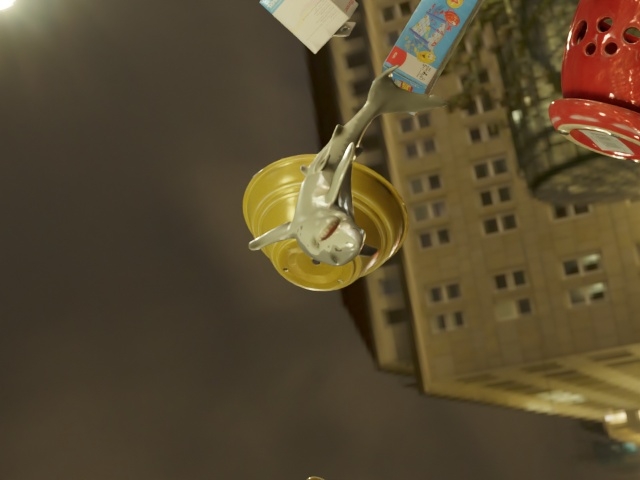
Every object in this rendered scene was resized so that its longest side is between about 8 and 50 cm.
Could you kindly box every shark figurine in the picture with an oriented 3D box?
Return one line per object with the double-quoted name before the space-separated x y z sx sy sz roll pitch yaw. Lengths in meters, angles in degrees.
"shark figurine" 0.035 -0.046 1.189 0.116 0.166 0.278 42 -135 -22

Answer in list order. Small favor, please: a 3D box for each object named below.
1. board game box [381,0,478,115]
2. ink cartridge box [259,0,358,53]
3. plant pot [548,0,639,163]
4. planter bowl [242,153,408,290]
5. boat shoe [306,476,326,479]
"board game box" 0.222 -0.398 2.109 0.308 0.086 0.302 -59 -2 -1
"ink cartridge box" -0.011 -0.385 1.909 0.143 0.090 0.092 43 -153 -9
"plant pot" 0.388 -0.197 1.430 0.191 0.191 0.174 29 -102 -63
"planter bowl" 0.000 0.000 1.472 0.090 0.217 0.217 -79 -31 -43
"boat shoe" 0.028 0.358 1.527 0.135 0.050 0.045 43 -178 -8
